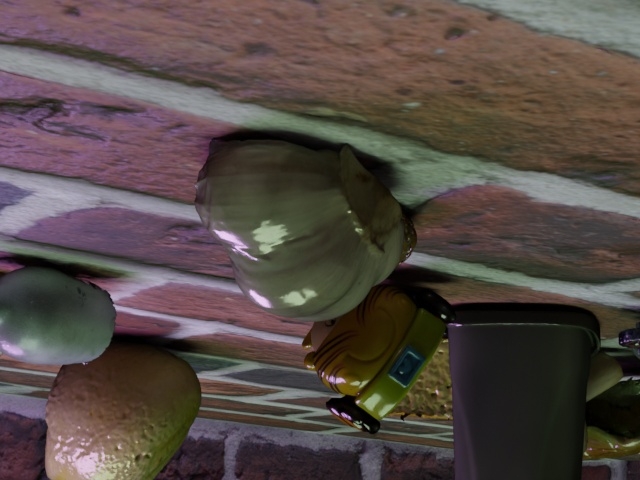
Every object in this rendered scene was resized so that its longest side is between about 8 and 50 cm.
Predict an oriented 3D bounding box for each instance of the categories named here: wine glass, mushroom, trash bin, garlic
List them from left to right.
[{"bbox_3d":[-0.413,0.089,1.667,0.143,0.143,0.321,-4,164,32],"label":"wine glass"},{"bbox_3d":[-0.024,0.005,1.161,0.178,0.142,0.229,-6,160,37],"label":"garlic"},{"bbox_3d":[0.285,0.233,1.809,0.220,0.250,0.219,-1,172,22],"label":"trash bin"},{"bbox_3d":[0.382,0.251,2.034,0.215,0.207,0.207,-28,168,-5],"label":"mushroom"}]

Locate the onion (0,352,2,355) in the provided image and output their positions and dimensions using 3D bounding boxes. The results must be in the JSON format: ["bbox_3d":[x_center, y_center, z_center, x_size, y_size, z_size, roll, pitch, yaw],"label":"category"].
[{"bbox_3d":[-0.534,0.109,1.836,0.218,0.140,0.195,-44,149,24],"label":"onion"}]

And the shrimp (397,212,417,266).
[{"bbox_3d":[0.000,0.001,1.358,0.173,0.058,0.253,21,157,-27],"label":"shrimp"}]

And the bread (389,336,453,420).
[{"bbox_3d":[0.159,0.230,2.058,0.229,0.143,0.139,6,166,2],"label":"bread"}]

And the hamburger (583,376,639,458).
[{"bbox_3d":[0.538,0.300,2.159,0.265,0.134,0.285,-1,171,-28],"label":"hamburger"}]

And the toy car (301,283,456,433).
[{"bbox_3d":[0.057,0.131,1.637,0.142,0.200,0.248,36,170,-6],"label":"toy car"}]

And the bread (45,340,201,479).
[{"bbox_3d":[-0.363,0.333,2.326,0.237,0.320,0.320,22,171,17],"label":"bread"}]

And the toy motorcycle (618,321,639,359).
[{"bbox_3d":[0.512,0.140,1.709,0.215,0.080,0.122,-2,166,10],"label":"toy motorcycle"}]
